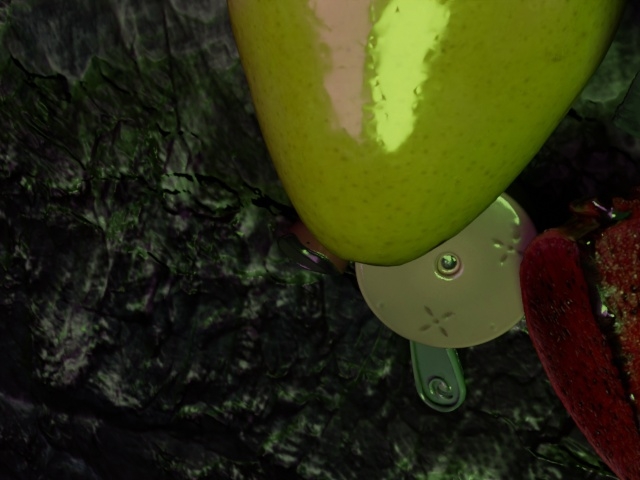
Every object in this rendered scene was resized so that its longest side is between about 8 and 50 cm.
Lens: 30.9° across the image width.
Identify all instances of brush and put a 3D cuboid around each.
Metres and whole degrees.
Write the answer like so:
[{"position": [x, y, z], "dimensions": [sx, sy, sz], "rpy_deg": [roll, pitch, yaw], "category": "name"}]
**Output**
[{"position": [0.072, 0.026, 1.016], "dimensions": [0.068, 0.060, 0.296], "rpy_deg": [-4, 109, 35], "category": "brush"}]

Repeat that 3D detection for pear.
[{"position": [0.055, -0.160, 0.773], "dimensions": [0.285, 0.285, 0.336], "rpy_deg": [32, 87, 21], "category": "pear"}]

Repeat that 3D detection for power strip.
[{"position": [0.104, 0.009, 0.937], "dimensions": [0.154, 0.078, 0.154], "rpy_deg": [2, 112, 6], "category": "power strip"}]

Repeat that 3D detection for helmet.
[{"position": [0.000, -0.001, 1.064], "dimensions": [0.065, 0.049, 0.084], "rpy_deg": [37, 167, -25], "category": "helmet"}]

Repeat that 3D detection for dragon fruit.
[{"position": [0.236, 0.058, 0.844], "dimensions": [0.189, 0.163, 0.261], "rpy_deg": [2, 124, 43], "category": "dragon fruit"}]

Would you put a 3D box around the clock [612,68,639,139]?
[{"position": [0.259, -0.147, 0.681], "dimensions": [0.049, 0.226, 0.226], "rpy_deg": [39, 130, 14], "category": "clock"}]
